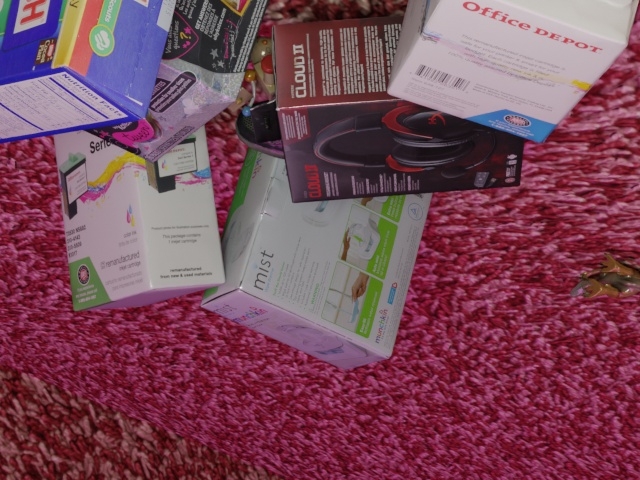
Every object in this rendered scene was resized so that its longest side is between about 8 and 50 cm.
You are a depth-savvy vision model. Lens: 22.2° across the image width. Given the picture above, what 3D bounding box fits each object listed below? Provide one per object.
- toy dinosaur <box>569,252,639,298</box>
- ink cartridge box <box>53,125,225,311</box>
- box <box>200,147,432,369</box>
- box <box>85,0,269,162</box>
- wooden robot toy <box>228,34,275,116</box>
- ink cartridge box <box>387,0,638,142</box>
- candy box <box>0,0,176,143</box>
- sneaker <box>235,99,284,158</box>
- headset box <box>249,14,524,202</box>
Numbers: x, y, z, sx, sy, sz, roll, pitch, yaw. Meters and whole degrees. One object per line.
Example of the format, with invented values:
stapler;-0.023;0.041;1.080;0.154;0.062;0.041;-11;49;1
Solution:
toy dinosaur;0.427;0.057;2.241;0.211;0.064;0.112;7;176;45
ink cartridge box;-0.234;-0.063;2.056;0.117;0.278;0.201;-3;172;-37
box;0.000;0.000;2.100;0.231;0.262;0.126;24;157;-22
box;-0.182;-0.213;1.840;0.142;0.163;0.247;25;156;-19
wooden robot toy;-0.049;-0.209;1.837;0.173;0.079;0.076;-25;155;-15
ink cartridge box;0.187;-0.230;1.543;0.171;0.168;0.233;18;158;-7
candy box;-0.291;-0.249;1.691;0.317;0.268;0.122;-5;154;40
sneaker;0.005;-0.153;1.969;0.227;0.087;0.130;8;155;11
headset box;0.072;-0.142;1.771;0.293;0.110;0.218;-4;154;1
